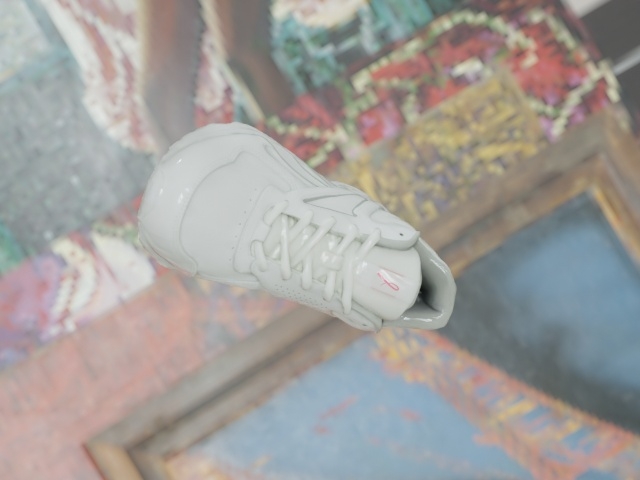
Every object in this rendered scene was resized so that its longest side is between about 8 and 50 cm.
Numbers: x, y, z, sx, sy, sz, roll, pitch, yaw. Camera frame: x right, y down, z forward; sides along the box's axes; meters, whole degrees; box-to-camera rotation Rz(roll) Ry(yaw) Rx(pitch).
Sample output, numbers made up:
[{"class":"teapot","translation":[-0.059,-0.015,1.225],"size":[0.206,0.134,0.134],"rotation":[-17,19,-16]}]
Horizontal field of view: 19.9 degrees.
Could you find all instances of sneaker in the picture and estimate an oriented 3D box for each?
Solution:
[{"class":"sneaker","translation":[0.000,0.000,1.015],"size":[0.115,0.090,0.232],"rotation":[26,8,39]}]
